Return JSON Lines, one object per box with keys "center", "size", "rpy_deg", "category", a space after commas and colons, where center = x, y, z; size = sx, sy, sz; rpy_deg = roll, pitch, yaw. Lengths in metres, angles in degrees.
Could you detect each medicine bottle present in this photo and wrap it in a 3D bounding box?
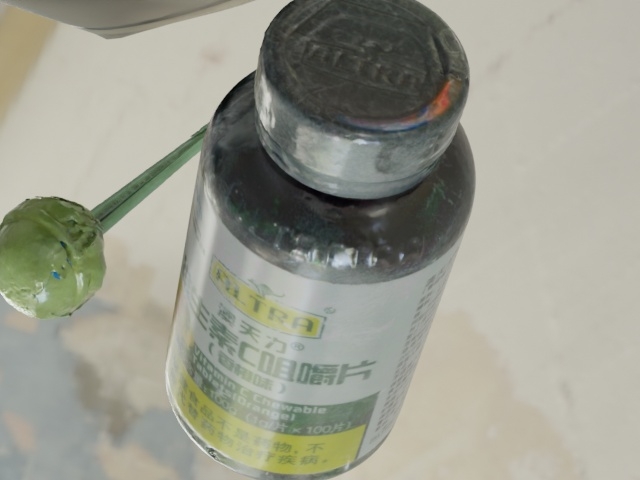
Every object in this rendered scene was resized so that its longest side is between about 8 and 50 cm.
{"center": [0.000, 0.000, 1.037], "size": [0.293, 0.141, 0.141], "rpy_deg": [105, -13, -51], "category": "medicine bottle"}

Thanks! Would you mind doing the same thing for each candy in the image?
{"center": [-0.153, -0.040, 1.639], "size": [0.335, 0.093, 0.092], "rpy_deg": [-41, 169, -48], "category": "candy"}

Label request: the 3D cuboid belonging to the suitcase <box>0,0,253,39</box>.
{"center": [-0.142, -0.269, 1.415], "size": [0.283, 0.434, 0.194], "rpy_deg": [-14, -98, 18], "category": "suitcase"}
